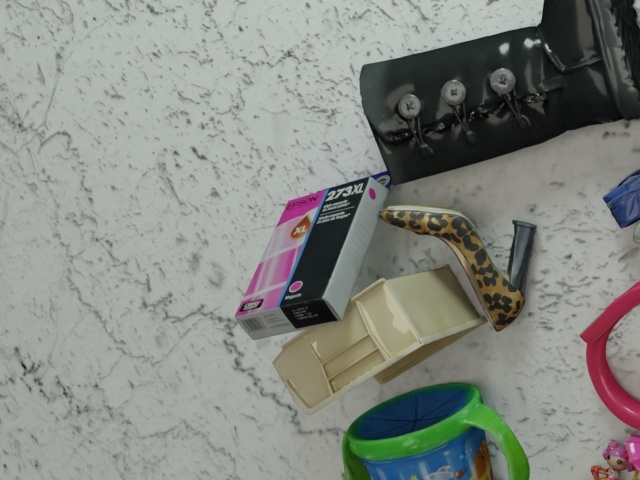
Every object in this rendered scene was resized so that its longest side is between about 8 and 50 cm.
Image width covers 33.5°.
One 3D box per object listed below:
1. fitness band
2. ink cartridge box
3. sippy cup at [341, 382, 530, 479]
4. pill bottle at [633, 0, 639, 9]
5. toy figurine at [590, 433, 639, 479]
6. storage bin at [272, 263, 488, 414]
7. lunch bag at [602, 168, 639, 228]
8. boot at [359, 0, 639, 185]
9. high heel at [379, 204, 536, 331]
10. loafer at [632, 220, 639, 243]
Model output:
[{"bbox_3d":[0.509,0.169,1.586,0.209,0.054,0.291,49,140,13],"label":"fitness band"},{"bbox_3d":[0.000,0.000,1.753,0.176,0.371,0.069,-15,123,33],"label":"ink cartridge box"},{"bbox_3d":[0.186,0.383,1.765,0.240,0.305,0.224,-20,97,-14],"label":"sippy cup"},{"bbox_3d":[0.596,-0.467,1.426,0.229,0.229,0.407,33,110,23],"label":"pill bottle"},{"bbox_3d":[0.473,0.380,1.673,0.173,0.130,0.159,21,92,51],"label":"toy figurine"},{"bbox_3d":[0.096,0.163,1.756,0.260,0.262,0.123,-36,77,28],"label":"storage bin"},{"bbox_3d":[0.485,-0.070,1.623,0.098,0.067,0.065,-36,78,26],"label":"lunch bag"},{"bbox_3d":[0.265,-0.313,1.692,0.445,0.146,0.367,-14,87,34],"label":"boot"},{"bbox_3d":[0.212,0.043,1.741,0.261,0.093,0.186,10,96,3],"label":"high heel"},{"bbox_3d":[0.584,0.086,1.559,0.319,0.112,0.111,40,104,20],"label":"loafer"}]
